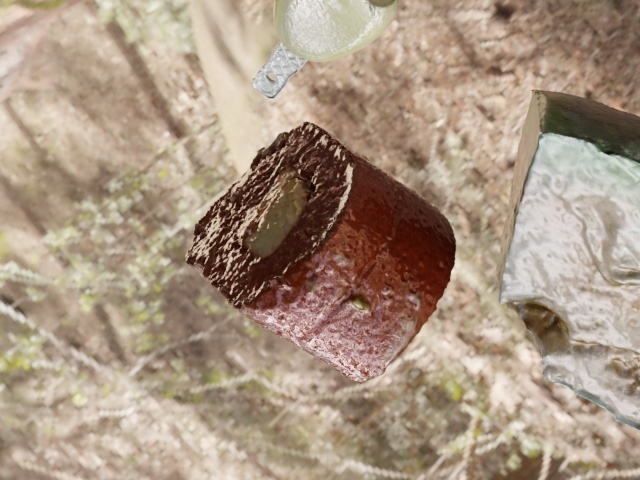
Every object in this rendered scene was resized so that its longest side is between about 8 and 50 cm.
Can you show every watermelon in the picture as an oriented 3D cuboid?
[{"bbox_3d":[0.261,-0.003,0.958,0.264,0.151,0.302,26,142,6],"label":"watermelon"}]

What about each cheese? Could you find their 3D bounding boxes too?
[{"bbox_3d":[-0.015,-0.230,1.319,0.127,0.054,0.251,32,145,-10],"label":"cheese"}]

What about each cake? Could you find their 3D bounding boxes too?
[{"bbox_3d":[0.000,0.000,1.057,0.151,0.177,0.283,33,-179,-22],"label":"cake"}]
